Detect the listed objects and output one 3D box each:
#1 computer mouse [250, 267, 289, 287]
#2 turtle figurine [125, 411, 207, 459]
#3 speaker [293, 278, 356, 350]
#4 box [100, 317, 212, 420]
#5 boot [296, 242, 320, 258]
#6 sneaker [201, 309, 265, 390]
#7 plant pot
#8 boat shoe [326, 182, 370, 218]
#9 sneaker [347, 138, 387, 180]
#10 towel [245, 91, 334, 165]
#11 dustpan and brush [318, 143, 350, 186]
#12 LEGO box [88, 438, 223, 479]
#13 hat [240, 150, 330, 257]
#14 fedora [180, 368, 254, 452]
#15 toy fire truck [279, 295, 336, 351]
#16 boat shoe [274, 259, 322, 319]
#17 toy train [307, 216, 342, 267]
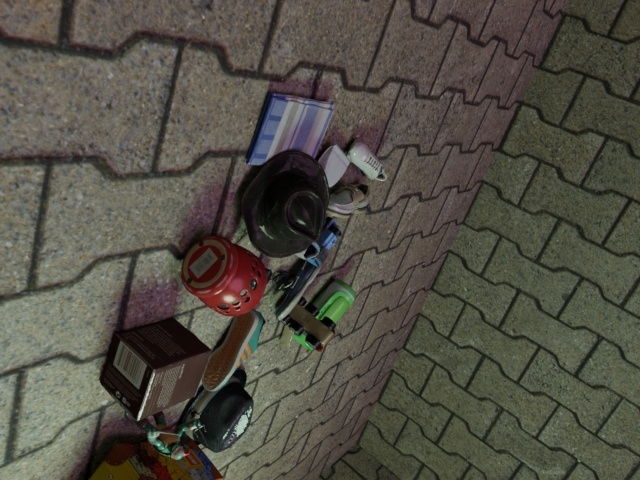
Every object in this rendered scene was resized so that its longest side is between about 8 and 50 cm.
[{"bbox_3d":[-0.174,0.120,1.809,0.071,0.041,0.242,-61,160,8],"label":"computer mouse"},{"bbox_3d":[-0.453,0.558,1.575,0.118,0.234,0.175,-62,154,7],"label":"turtle figurine"},{"bbox_3d":[0.015,0.303,2.223,0.296,0.131,0.131,-49,152,-17],"label":"speaker"},{"bbox_3d":[-0.435,0.335,1.438,0.203,0.168,0.167,-7,124,-56],"label":"box"},{"bbox_3d":[-0.091,-0.005,1.705,0.095,0.123,0.258,-62,153,8],"label":"boot"},{"bbox_3d":[-0.279,0.374,1.816,0.302,0.108,0.121,-58,149,-3],"label":"sneaker"},{"bbox_3d":[-0.262,0.093,1.449,0.191,0.191,0.174,-55,151,-6],"label":"plant pot"},{"bbox_3d":[0.089,-0.148,1.888,0.302,0.113,0.103,-22,137,-65],"label":"boat shoe"},{"bbox_3d":[0.167,-0.277,1.888,0.090,0.094,0.235,-56,152,1],"label":"sneaker"},{"bbox_3d":[-0.080,-0.303,1.507,0.285,0.034,0.209,-11,130,-53],"label":"towel"},{"bbox_3d":[0.004,-0.200,1.750,0.211,0.060,0.147,-63,153,-5],"label":"dustpan and brush"},{"bbox_3d":[-0.599,0.870,1.654,0.500,0.193,0.372,-52,152,1],"label":"LEGO box"},{"bbox_3d":[-0.060,-0.079,1.539,0.331,0.134,0.332,-21,124,-33],"label":"hat"},{"bbox_3d":[-0.342,0.630,1.935,0.334,0.152,0.334,-41,150,-30],"label":"fedora"},{"bbox_3d":[-0.069,0.343,2.047,0.158,0.217,0.246,-49,167,-19],"label":"toy fire truck"},{"bbox_3d":[-0.092,0.166,1.927,0.255,0.079,0.095,-54,175,-15],"label":"boat shoe"},{"bbox_3d":[0.000,0.000,1.888,0.184,0.105,0.080,-50,153,-14],"label":"toy train"}]
